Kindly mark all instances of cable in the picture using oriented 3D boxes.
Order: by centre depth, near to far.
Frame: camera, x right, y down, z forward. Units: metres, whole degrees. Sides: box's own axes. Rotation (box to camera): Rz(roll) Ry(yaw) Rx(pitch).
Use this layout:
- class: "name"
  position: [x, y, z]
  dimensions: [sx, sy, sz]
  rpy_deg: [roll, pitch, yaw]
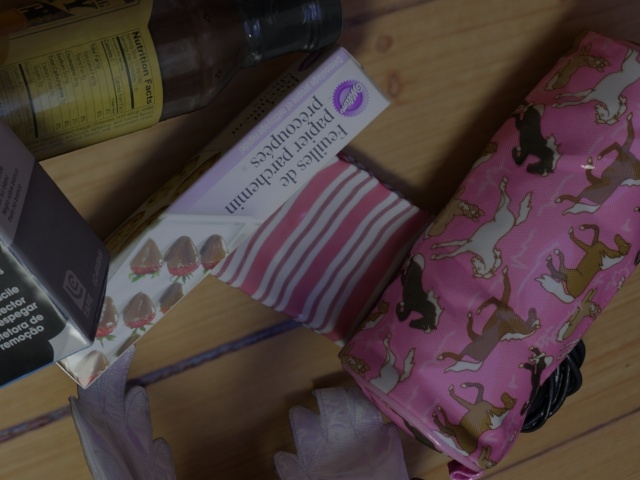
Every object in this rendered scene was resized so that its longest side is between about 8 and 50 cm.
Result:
- class: "cable"
  position: [0.170, 0.110, 1.618]
  dimensions: [0.150, 0.047, 0.184]
  rpy_deg: [-23, 124, -20]

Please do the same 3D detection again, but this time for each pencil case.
- class: "pencil case"
  position: [0.182, 0.011, 1.493]
  dimensions: [0.386, 0.167, 0.160]
  rpy_deg: [-52, 147, -2]

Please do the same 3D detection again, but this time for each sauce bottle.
- class: "sauce bottle"
  position: [-0.148, -0.128, 1.262]
  dimensions: [0.344, 0.111, 0.111]
  rpy_deg: [-19, 122, -25]

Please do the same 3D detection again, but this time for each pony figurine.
- class: "pony figurine"
  position: [-0.061, 0.284, 1.416]
  dimensions: [0.303, 0.351, 0.363]
  rpy_deg: [5, 130, -30]

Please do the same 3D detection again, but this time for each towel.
- class: "towel"
  position: [0.000, 0.000, 1.469]
  dimensions: [0.197, 0.029, 0.144]
  rpy_deg: [32, 96, -39]

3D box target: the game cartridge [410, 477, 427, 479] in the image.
- class: "game cartridge"
  position: [0.022, 0.400, 1.537]
  dimensions: [0.068, 0.230, 0.355]
  rpy_deg: [21, 115, -13]

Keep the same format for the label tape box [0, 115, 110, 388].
- class: "label tape box"
  position: [-0.332, -0.033, 1.105]
  dimensions: [0.249, 0.115, 0.348]
  rpy_deg: [-25, 123, 18]

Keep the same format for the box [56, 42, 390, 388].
- class: "box"
  position: [-0.089, -0.023, 1.358]
  dimensions: [0.324, 0.067, 0.063]
  rpy_deg: [-43, 111, 0]
